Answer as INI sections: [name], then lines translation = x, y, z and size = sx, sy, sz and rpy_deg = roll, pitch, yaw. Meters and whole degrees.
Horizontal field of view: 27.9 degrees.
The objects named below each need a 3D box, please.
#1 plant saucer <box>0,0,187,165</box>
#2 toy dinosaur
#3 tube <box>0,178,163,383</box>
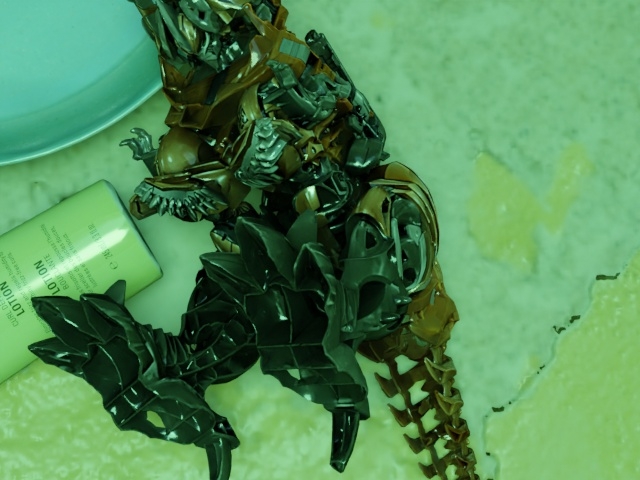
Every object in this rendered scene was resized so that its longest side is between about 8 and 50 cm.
[plant saucer]
translation = -0.195, -0.193, 0.686
size = 0.318, 0.044, 0.317
rpy_deg = 0, 86, -6
[toy dinosaur]
translation = 0.000, 0.000, 0.631
size = 0.322, 0.164, 0.218
rpy_deg = 42, 39, 0
[tube]
translation = -0.196, 0.056, 0.661
size = 0.240, 0.062, 0.070
rpy_deg = -31, 51, -5
